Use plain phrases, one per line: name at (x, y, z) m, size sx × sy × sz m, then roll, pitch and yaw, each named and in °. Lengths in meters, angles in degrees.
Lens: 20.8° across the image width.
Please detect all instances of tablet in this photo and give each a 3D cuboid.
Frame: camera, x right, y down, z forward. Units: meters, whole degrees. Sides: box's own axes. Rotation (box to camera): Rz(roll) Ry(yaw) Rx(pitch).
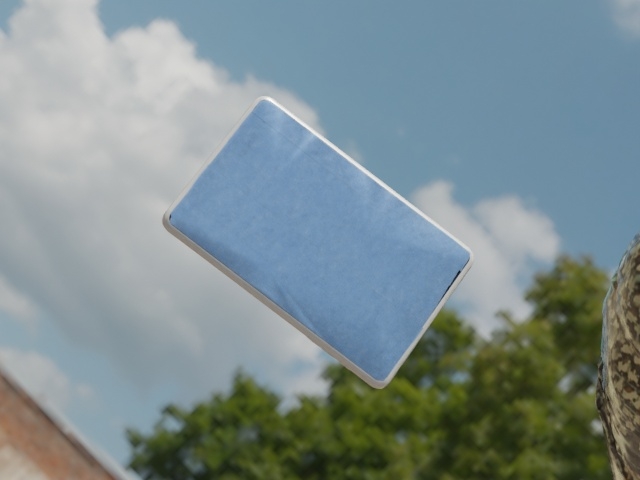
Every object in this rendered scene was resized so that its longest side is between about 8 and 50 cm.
tablet at (0.000, 0.000, 0.521) m, size 0.083 × 0.054 × 0.006 m, roll 37°, pitch -21°, yaw -1°

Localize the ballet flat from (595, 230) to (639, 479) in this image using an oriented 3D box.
ballet flat at (0.300, 0.087, 0.487) m, size 0.483 × 0.164 × 0.182 m, roll 16°, pitch -27°, yaw 25°
